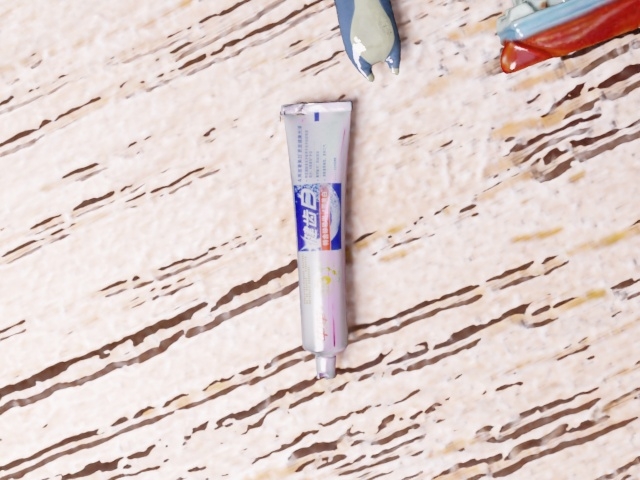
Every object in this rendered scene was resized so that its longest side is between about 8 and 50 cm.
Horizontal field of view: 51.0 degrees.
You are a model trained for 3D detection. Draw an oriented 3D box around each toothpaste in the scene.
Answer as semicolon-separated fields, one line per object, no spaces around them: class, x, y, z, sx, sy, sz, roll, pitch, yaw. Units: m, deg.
toothpaste;0.000;0.000;0.412;0.045;0.028;0.170;-2;91;10

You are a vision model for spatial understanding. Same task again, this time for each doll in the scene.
doll;0.020;-0.157;0.401;0.037;0.027;0.125;-17;92;-4

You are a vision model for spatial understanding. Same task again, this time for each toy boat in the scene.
toy boat;0.176;-0.150;0.372;0.172;0.069;0.059;-20;100;9
